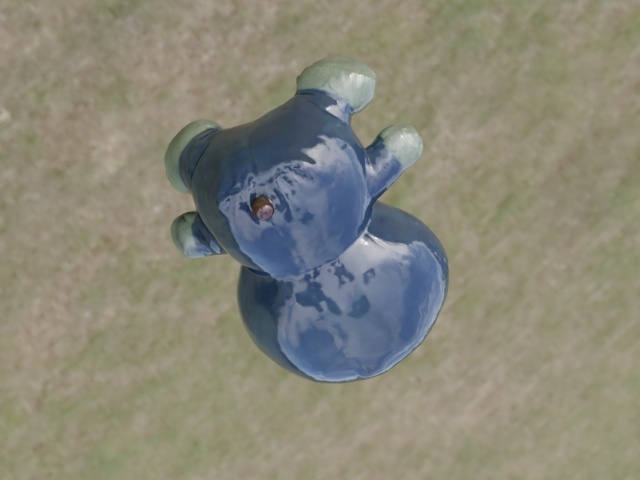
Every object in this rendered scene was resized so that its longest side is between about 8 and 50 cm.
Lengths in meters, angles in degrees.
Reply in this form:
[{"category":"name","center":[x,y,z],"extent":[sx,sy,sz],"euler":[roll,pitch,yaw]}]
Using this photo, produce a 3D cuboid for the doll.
[{"category":"doll","center":[0.000,0.000,1.296],"extent":[0.228,0.154,0.258],"euler":[-24,124,13]}]
